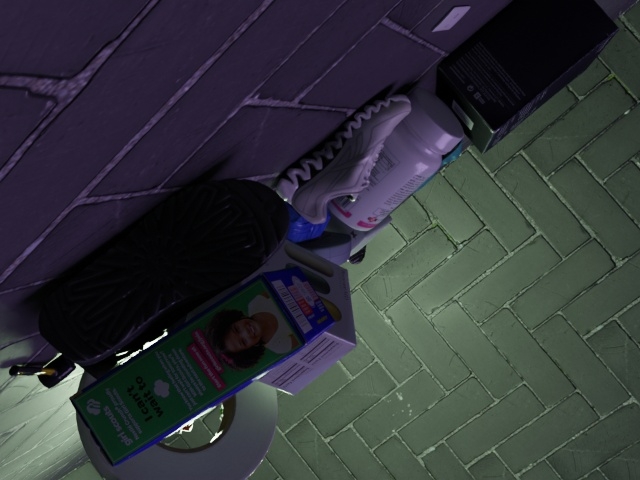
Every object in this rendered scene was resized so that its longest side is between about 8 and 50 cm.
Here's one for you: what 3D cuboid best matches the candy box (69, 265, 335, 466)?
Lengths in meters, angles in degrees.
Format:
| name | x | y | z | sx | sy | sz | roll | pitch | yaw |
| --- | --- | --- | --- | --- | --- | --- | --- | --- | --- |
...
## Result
| name | x | y | z | sx | sy | sz | roll | pitch | yaw |
| --- | --- | --- | --- | --- | --- | --- | --- | --- | --- |
| candy box | -0.154 | 0.170 | 1.166 | 0.317 | 0.122 | 0.268 | -35 | 175 | 7 |

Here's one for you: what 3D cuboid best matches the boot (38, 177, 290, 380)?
| name | x | y | z | sx | sy | sz | roll | pitch | yaw |
| --- | --- | --- | --- | --- | --- | --- | --- | --- | --- |
| boot | -0.231 | 0.087 | 1.259 | 0.367 | 0.146 | 0.445 | -30 | 169 | -14 |

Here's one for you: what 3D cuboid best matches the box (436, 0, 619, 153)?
| name | x | y | z | sx | sy | sz | roll | pitch | yaw |
| --- | --- | --- | --- | --- | --- | --- | --- | --- | --- |
| box | 0.422 | -0.368 | 1.721 | 0.312 | 0.179 | 0.343 | -39 | 174 | 4 |

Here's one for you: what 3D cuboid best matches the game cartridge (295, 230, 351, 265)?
| name | x | y | z | sx | sy | sz | roll | pitch | yaw |
| --- | --- | --- | --- | --- | --- | --- | --- | --- | --- |
| game cartridge | -0.039 | 0.015 | 1.784 | 0.196 | 0.060 | 0.294 | 4 | -172 | 17 |

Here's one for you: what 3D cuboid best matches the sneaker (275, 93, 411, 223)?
| name | x | y | z | sx | sy | sz | roll | pitch | yaw |
| --- | --- | --- | --- | --- | --- | --- | --- | --- | --- |
| sneaker | 0.060 | -0.147 | 1.465 | 0.292 | 0.118 | 0.110 | -41 | 172 | 2 |

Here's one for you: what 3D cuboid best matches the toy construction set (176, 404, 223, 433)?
| name | x | y | z | sx | sy | sz | roll | pitch | yaw |
| --- | --- | --- | --- | --- | --- | --- | --- | --- | --- |
| toy construction set | -0.398 | 0.362 | 2.136 | 0.309 | 0.257 | 0.237 | -20 | -169 | 11 |

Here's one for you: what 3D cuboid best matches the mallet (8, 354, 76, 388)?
| name | x | y | z | sx | sy | sz | roll | pitch | yaw |
| --- | --- | --- | --- | --- | --- | --- | --- | --- | --- |
| mallet | -0.463 | 0.213 | 1.349 | 0.062 | 0.039 | 0.189 | -37 | 170 | -9 |

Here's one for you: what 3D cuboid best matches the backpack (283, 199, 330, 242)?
| name | x | y | z | sx | sy | sz | roll | pitch | yaw |
| --- | --- | --- | --- | --- | --- | --- | --- | --- | --- |
| backpack | -0.051 | -0.055 | 1.587 | 0.120 | 0.098 | 0.101 | -21 | 141 | -46 |

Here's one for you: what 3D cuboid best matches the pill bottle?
| name | x | y | z | sx | sy | sz | roll | pitch | yaw |
| --- | --- | --- | --- | --- | --- | --- | --- | --- | --- |
| pill bottle | 0.140 | -0.162 | 1.615 | 0.283 | 0.160 | 0.160 | -42 | 173 | 29 |

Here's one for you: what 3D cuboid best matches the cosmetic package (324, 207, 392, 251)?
| name | x | y | z | sx | sy | sz | roll | pitch | yaw |
| --- | --- | --- | --- | --- | --- | --- | --- | --- | --- |
| cosmetic package | 0.052 | -0.043 | 2.005 | 0.151 | 0.151 | 0.184 | -43 | 173 | 29 |

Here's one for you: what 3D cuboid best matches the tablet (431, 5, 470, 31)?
| name | x | y | z | sx | sy | sz | roll | pitch | yaw |
| --- | --- | --- | --- | --- | --- | --- | --- | --- | --- |
| tablet | 0.215 | -0.363 | 1.321 | 0.054 | 0.006 | 0.083 | -43 | 173 | 32 |

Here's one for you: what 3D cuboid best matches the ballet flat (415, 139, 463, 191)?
| name | x | y | z | sx | sy | sz | roll | pitch | yaw |
| --- | --- | --- | --- | --- | --- | --- | --- | --- | --- |
| ballet flat | 0.241 | -0.191 | 1.811 | 0.247 | 0.083 | 0.087 | -37 | 148 | -38 |

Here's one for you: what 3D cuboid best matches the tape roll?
| name | x | y | z | sx | sy | sz | roll | pitch | yaw |
| --- | --- | --- | --- | --- | --- | --- | --- | --- | --- |
| tape roll | -0.273 | 0.316 | 1.559 | 0.392 | 0.392 | 0.072 | -35 | 173 | -37 |

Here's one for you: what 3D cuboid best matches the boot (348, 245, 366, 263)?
| name | x | y | z | sx | sy | sz | roll | pitch | yaw |
| --- | --- | --- | --- | --- | --- | --- | --- | --- | --- |
| boot | 0.071 | -0.059 | 2.294 | 0.083 | 0.161 | 0.246 | 13 | 93 | -36 |

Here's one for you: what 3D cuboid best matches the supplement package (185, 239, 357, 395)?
| name | x | y | z | sx | sy | sz | roll | pitch | yaw |
| --- | --- | --- | --- | --- | --- | --- | --- | --- | --- |
| supplement package | -0.099 | 0.129 | 1.535 | 0.198 | 0.263 | 0.199 | -43 | -146 | 32 |
